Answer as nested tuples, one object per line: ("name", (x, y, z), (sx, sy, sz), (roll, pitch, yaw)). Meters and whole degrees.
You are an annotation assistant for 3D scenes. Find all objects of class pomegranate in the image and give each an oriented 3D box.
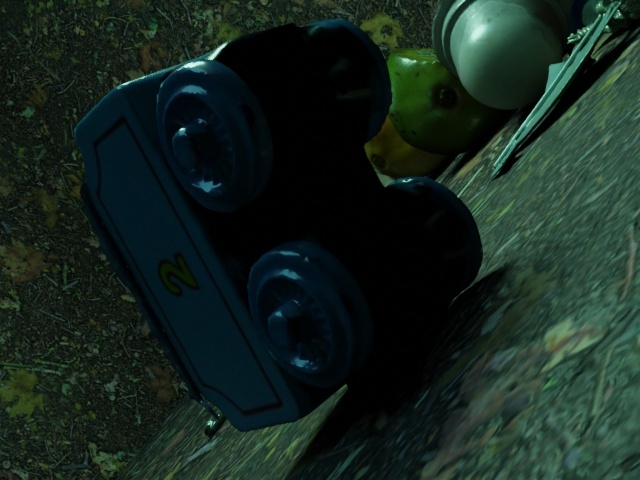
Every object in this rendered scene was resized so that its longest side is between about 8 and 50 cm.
("pomegranate", (0.152, -0.219, 1.671), (0.233, 0.233, 0.233), (-48, 2, 2))
("pomegranate", (0.177, -0.223, 1.447), (0.189, 0.241, 0.159), (-12, -63, -38))

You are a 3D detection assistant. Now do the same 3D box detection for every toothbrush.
("toothbrush", (-0.118, 0.231, 1.602), (0.297, 0.030, 0.030), (-52, -22, -41))

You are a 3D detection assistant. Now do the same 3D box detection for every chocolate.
("chocolate", (0.246, -0.244, 1.218), (0.221, 0.221, 0.147), (-46, 28, 45))

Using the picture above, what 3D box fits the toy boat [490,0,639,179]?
("toy boat", (0.268, -0.193, 1.019), (0.291, 0.067, 0.220), (-51, 3, 1))

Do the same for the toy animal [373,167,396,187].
("toy animal", (-0.001, 0.001, 1.221), (0.226, 0.188, 0.358), (-43, 1, -6))

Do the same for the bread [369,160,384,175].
("bread", (0.004, -0.012, 1.519), (0.240, 0.135, 0.178), (-50, 20, -20))

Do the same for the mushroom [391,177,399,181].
("mushroom", (0.094, -0.130, 1.912), (0.243, 0.243, 0.243), (-48, 2, 2))

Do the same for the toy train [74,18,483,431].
("toy train", (-0.039, -0.007, 0.728), (0.188, 0.300, 0.265), (-31, 4, -41))
